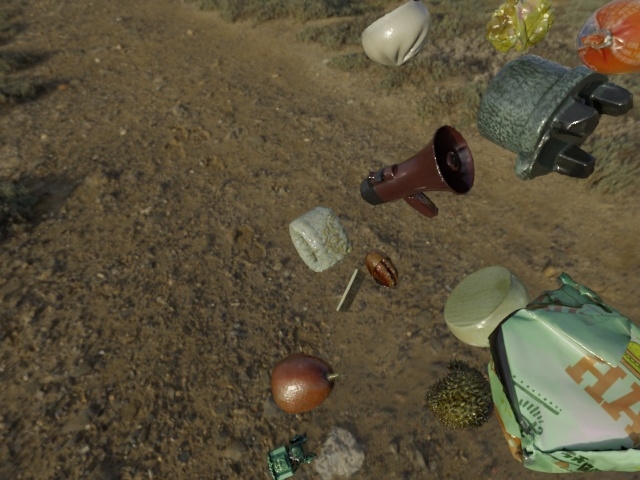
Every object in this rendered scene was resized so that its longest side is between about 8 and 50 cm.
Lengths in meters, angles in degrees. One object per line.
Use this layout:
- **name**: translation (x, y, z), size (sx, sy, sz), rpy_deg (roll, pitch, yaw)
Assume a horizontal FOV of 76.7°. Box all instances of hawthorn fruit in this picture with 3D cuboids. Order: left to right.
- **hawthorn fruit**: translation (-0.036, 0.453, 1.306), size (0.251, 0.199, 0.200), rpy_deg (-21, 33, 33)

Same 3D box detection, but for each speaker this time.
- **speaker**: translation (0.306, -0.188, 1.230), size (0.258, 0.329, 0.199), rpy_deg (0, 79, -33)

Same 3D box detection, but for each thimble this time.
- **thimble**: translation (0.000, 0.000, 1.897), size (0.195, 0.292, 0.291), rpy_deg (-32, 47, -17)

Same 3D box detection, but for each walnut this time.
- **walnut**: translation (0.259, 0.124, 1.679), size (0.115, 0.207, 0.116), rpy_deg (-30, 16, 10)

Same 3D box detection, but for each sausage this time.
- **sausage**: translation (0.342, -0.211, 0.412), size (0.234, 0.071, 0.071), rpy_deg (-16, 42, -23)

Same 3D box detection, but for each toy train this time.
- **toy train**: translation (-0.101, 0.775, 1.467), size (0.154, 0.269, 0.115), rpy_deg (-20, 67, -6)

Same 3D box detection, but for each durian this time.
- **durian**: translation (0.538, 0.593, 1.542), size (0.257, 0.259, 0.292), rpy_deg (16, 6, 24)

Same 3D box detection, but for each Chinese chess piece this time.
- **Chinese chess piece**: translation (0.480, 0.190, 1.176), size (0.101, 0.250, 0.250), rpy_deg (42, 49, -11)

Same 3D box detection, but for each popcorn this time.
- **popcorn**: translation (0.478, -0.520, 0.969), size (0.145, 0.126, 0.126), rpy_deg (14, 31, 35)

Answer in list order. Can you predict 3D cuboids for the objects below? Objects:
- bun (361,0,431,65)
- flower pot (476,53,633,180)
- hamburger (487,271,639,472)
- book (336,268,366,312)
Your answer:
- **bun**: translation (0.189, -0.487, 0.978), size (0.172, 0.120, 0.173), rpy_deg (-27, 15, 8)
- **flower pot**: translation (0.583, -0.301, 1.047), size (0.298, 0.299, 0.283), rpy_deg (-28, 49, -21)
- **hamburger**: translation (0.312, 0.156, 0.495), size (0.213, 0.125, 0.236), rpy_deg (-6, 53, 0)
- **book**: translation (0.135, 0.215, 1.719), size (0.013, 0.168, 0.193), rpy_deg (25, 87, 22)
